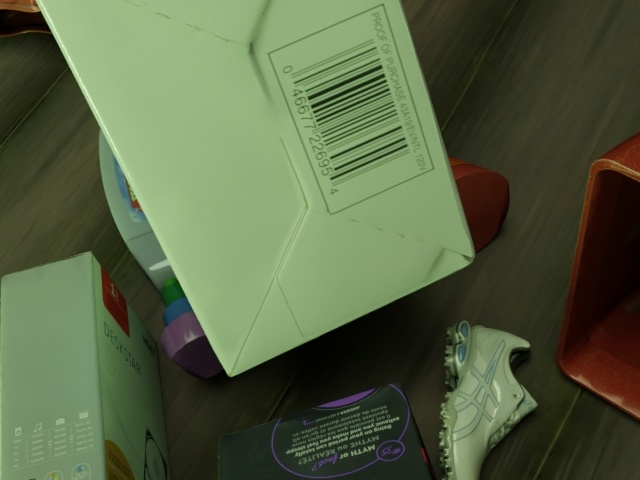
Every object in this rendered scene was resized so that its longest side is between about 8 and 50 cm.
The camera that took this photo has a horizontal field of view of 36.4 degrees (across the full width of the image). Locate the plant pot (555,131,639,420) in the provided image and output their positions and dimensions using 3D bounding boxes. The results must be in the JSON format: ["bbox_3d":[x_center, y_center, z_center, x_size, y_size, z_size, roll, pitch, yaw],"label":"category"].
[{"bbox_3d":[0.379,0.020,0.780,0.267,0.267,0.236,31,58,29],"label":"plant pot"}]

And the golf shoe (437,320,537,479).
[{"bbox_3d":[0.147,0.152,0.855,0.086,0.069,0.176,5,59,10],"label":"golf shoe"}]

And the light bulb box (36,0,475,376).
[{"bbox_3d":[-0.078,-0.153,0.814,0.225,0.357,0.361,-24,32,-4],"label":"light bulb box"}]

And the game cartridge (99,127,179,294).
[{"bbox_3d":[-0.144,-0.083,1.093,0.198,0.062,0.297,-19,54,-4],"label":"game cartridge"}]

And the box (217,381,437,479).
[{"bbox_3d":[0.025,0.256,0.709,0.165,0.143,0.270,-18,29,3],"label":"box"}]

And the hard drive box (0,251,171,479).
[{"bbox_3d":[-0.206,0.159,0.867,0.089,0.181,0.232,-16,55,3],"label":"hard drive box"}]

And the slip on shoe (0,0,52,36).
[{"bbox_3d":[-0.303,-0.304,1.253,0.332,0.123,0.101,5,81,17],"label":"slip on shoe"}]

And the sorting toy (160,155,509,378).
[{"bbox_3d":[0.000,0.000,0.959,0.366,0.127,0.126,-27,51,-6],"label":"sorting toy"}]
